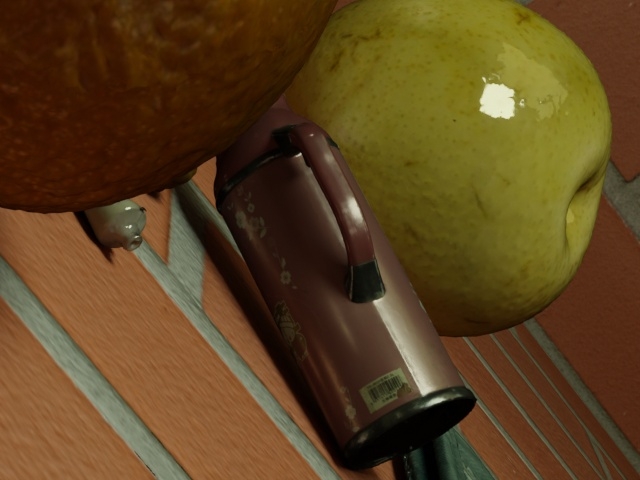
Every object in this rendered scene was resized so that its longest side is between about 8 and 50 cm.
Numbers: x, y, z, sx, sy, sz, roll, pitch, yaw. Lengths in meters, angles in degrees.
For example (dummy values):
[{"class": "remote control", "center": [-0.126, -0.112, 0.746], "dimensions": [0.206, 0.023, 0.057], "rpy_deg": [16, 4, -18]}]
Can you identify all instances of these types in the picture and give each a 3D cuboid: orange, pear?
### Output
[{"class": "orange", "center": [-0.138, -0.186, 0.915], "dimensions": [0.322, 0.322, 0.357], "rpy_deg": [50, 7, -25]}, {"class": "pear", "center": [0.118, -0.080, 1.805], "dimensions": [0.348, 0.348, 0.348], "rpy_deg": [52, 8, -11]}]

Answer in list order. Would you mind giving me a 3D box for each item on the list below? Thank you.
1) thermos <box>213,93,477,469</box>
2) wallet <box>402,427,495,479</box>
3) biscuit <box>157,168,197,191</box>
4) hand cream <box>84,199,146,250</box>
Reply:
[{"class": "thermos", "center": [-0.007, 0.005, 1.437], "dimensions": [0.330, 0.109, 0.136], "rpy_deg": [62, 7, 19]}, {"class": "wallet", "center": [0.157, 0.277, 1.497], "dimensions": [0.237, 0.075, 0.342], "rpy_deg": [55, 7, -16]}, {"class": "biscuit", "center": [-0.183, -0.164, 1.406], "dimensions": [0.283, 0.064, 0.432], "rpy_deg": [61, 7, -19]}, {"class": "hand cream", "center": [-0.163, -0.053, 1.220], "dimensions": [0.165, 0.037, 0.057], "rpy_deg": [50, 6, 29]}]
